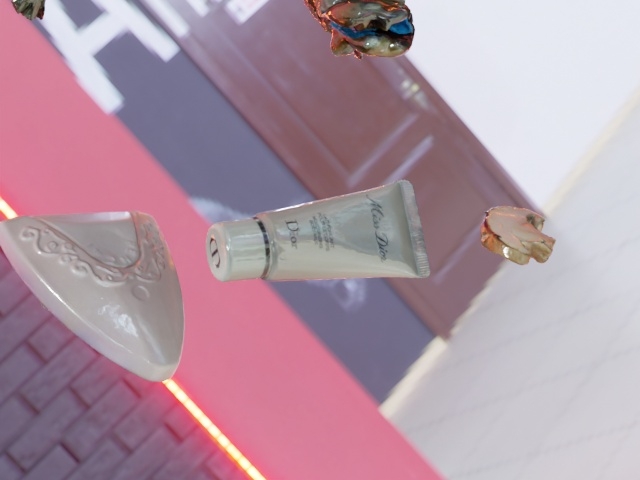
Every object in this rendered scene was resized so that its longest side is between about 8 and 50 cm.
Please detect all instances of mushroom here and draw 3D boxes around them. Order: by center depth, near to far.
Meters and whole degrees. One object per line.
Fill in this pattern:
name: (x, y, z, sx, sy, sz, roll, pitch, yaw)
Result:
mushroom: (0.122, -0.002, 0.880, 0.101, 0.049, 0.019, -37, -34, -70)

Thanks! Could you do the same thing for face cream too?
face cream: (0.000, 0.000, 1.918, 0.315, 0.143, 0.089, -7, -12, -28)

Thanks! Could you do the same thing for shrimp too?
shrimp: (0.030, -0.339, 1.623, 0.445, 0.110, 0.221, -107, 18, -51)

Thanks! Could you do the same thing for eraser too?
eraser: (-0.222, 0.054, 1.570, 0.204, 0.243, 0.059, -4, -44, -42)

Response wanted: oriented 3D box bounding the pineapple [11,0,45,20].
pineapple: (-0.265, -0.286, 1.435, 0.159, 0.074, 0.074, -42, 6, 41)
